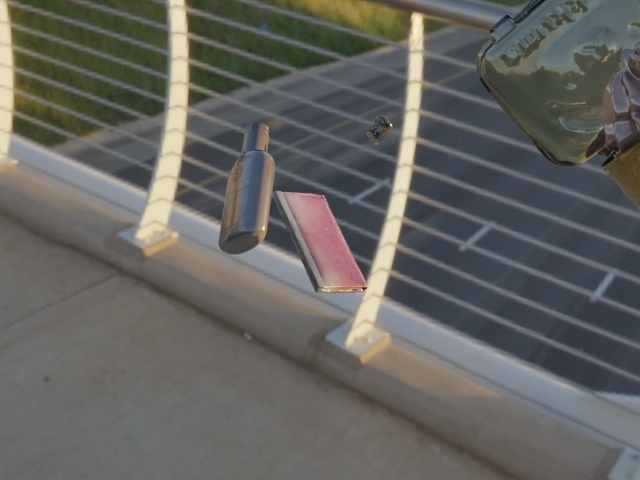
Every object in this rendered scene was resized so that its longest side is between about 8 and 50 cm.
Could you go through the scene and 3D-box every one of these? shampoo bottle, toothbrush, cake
[{"bbox_3d":[-0.085,-0.067,0.964,0.040,0.080,0.165,22,59,-30],"label":"shampoo bottle"},{"bbox_3d":[0.090,-0.170,1.271,0.030,0.031,0.297,42,4,-1],"label":"toothbrush"},{"bbox_3d":[0.392,-0.139,0.860,0.207,0.178,0.185,-27,-3,1],"label":"cake"}]

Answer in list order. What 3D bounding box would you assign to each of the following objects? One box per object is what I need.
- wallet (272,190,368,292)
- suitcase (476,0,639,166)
[{"bbox_3d":[0.000,0.000,1.505,0.119,0.025,0.232,2,50,-36],"label":"wallet"},{"bbox_3d":[0.474,-0.289,1.312,0.339,0.351,0.194,48,21,-8],"label":"suitcase"}]
